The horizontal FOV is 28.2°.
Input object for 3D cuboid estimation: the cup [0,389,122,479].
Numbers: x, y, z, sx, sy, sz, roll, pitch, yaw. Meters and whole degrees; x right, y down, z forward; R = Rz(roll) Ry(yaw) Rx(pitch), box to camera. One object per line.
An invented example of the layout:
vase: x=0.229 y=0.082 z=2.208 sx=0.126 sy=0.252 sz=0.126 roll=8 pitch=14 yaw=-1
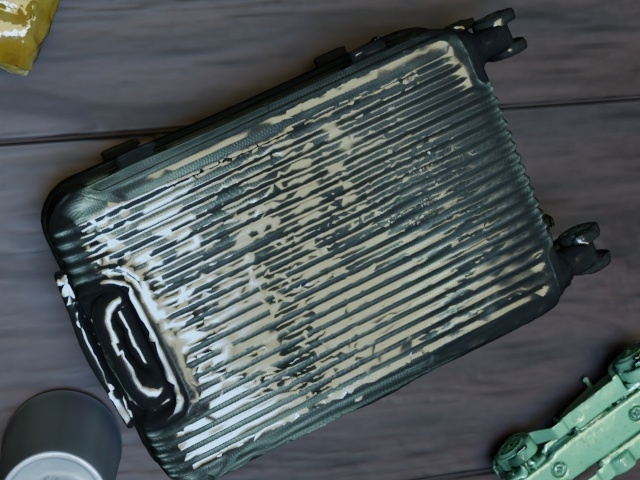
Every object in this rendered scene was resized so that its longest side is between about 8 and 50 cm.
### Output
cup: x=-0.166 y=0.148 z=0.753 sx=0.104 sy=0.116 sz=0.074 roll=-42 pitch=102 yaw=-1

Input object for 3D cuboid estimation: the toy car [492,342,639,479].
toy car: x=0.188 y=0.133 z=0.875 sx=0.143 sy=0.054 sz=0.073 roll=-37 pitch=102 yaw=-5

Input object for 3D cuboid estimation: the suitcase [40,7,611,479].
suitcase: x=0.000 y=0.000 z=0.772 sx=0.312 sy=0.128 sz=0.202 roll=-26 pitch=101 yaw=-11

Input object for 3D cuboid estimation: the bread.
bread: x=-0.181 y=-0.167 z=0.748 sx=0.074 sy=0.053 sz=0.132 roll=24 pitch=87 yaw=-16
